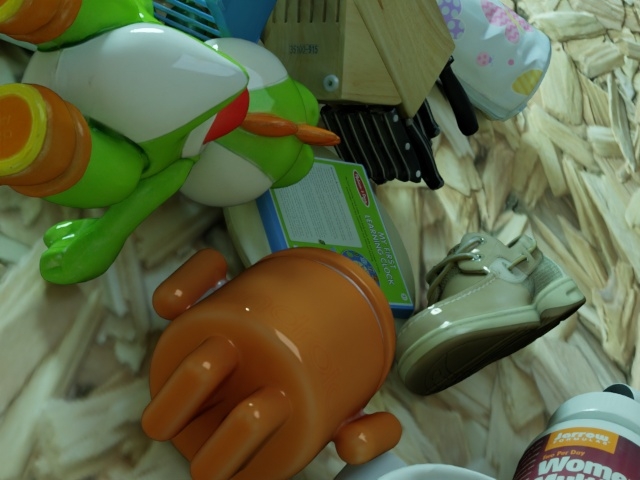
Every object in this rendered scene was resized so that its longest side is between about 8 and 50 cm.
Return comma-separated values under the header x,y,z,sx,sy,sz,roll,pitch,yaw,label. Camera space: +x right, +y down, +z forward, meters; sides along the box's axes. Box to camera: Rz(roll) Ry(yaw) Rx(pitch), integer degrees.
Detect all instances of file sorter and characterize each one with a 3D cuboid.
x,y,z,sx,sy,sz,roll,pitch,yaw,label
-0.085,-0.223,1.015,0.104,0.118,0.170,24,-5,6,file sorter

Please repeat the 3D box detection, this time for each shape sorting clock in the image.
x,y,z,sx,sy,sz,roll,pitch,yaw,label
0.000,0.000,1.108,0.206,0.040,0.206,26,44,-28,shape sorting clock

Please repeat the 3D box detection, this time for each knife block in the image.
x,y,z,sx,sy,sz,roll,pitch,yaw,label
0.058,-0.183,1.202,0.242,0.088,0.276,-3,97,-53,knife block

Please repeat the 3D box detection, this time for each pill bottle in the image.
x,y,z,sx,sy,sz,roll,pitch,yaw,label
0.194,0.208,1.005,0.121,0.121,0.221,43,31,-2,pill bottle

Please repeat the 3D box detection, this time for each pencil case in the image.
x,y,z,sx,sy,sz,roll,pitch,yaw,label
0.118,-0.236,1.461,0.273,0.113,0.124,28,44,-24,pencil case

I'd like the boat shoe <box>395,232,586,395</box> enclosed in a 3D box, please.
x,y,z,sx,sy,sz,roll,pitch,yaw,label
0.128,0.050,1.129,0.098,0.109,0.302,57,28,11,boat shoe

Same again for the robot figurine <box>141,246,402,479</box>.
x,y,z,sx,sy,sz,roll,pitch,yaw,label
-0.027,0.081,0.900,0.158,0.128,0.219,7,21,24,robot figurine

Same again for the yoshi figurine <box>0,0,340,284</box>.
x,y,z,sx,sy,sz,roll,pitch,yaw,label
-0.140,-0.089,0.920,0.203,0.203,0.362,48,18,22,yoshi figurine

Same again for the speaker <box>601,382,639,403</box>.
x,y,z,sx,sy,sz,roll,pitch,yaw,label
0.311,0.176,1.244,0.136,0.055,0.055,26,35,-28,speaker

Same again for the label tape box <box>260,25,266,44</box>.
x,y,z,sx,sy,sz,roll,pitch,yaw,label
-0.097,-0.374,1.235,0.348,0.115,0.249,56,12,-48,label tape box

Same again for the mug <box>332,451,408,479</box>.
x,y,z,sx,sy,sz,roll,pitch,yaw,label
0.031,0.185,0.907,0.078,0.062,0.064,45,38,15,mug

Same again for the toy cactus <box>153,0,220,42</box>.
x,y,z,sx,sy,sz,roll,pitch,yaw,label
-0.104,-0.169,1.152,0.219,0.112,0.181,32,42,-35,toy cactus

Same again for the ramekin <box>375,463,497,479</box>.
x,y,z,sx,sy,sz,roll,pitch,yaw,label
0.081,0.276,0.788,0.272,0.127,0.273,29,35,-23,ramekin

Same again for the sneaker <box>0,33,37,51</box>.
x,y,z,sx,sy,sz,roll,pitch,yaw,label
-0.308,-0.259,0.999,0.350,0.131,0.148,27,28,-36,sneaker
